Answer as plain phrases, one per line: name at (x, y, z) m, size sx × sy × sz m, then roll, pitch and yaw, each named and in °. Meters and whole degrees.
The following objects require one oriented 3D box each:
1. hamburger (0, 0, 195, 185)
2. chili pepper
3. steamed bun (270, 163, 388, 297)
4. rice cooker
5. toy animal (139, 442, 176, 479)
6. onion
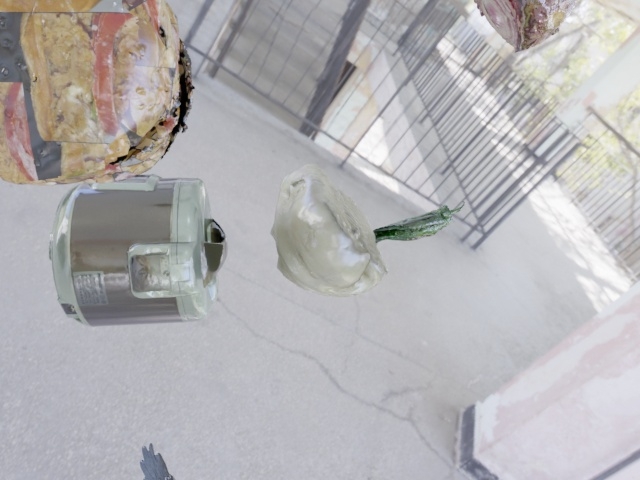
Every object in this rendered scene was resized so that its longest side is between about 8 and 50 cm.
hamburger at (-0.224, -0.153, 0.480) m, size 0.231 × 0.231 × 0.107 m, roll 36°, pitch 15°, yaw -6°
chili pepper at (0.255, -0.038, 1.439) m, size 0.122 × 0.278 × 0.065 m, roll -67°, pitch 140°, yaw -78°
steamed bun at (-0.005, -0.004, 1.330) m, size 0.309 × 0.219 × 0.324 m, roll 38°, pitch 21°, yaw -50°
rice cooker at (-0.361, 0.019, 1.168) m, size 0.325 × 0.335 × 0.335 m, roll -1°, pitch 38°, yaw -6°
toy animal at (-0.097, 0.278, 0.514) m, size 0.220 × 0.108 × 0.062 m, roll 47°, pitch 53°, yaw 1°
onion at (0.430, -0.539, 1.113) m, size 0.216 × 0.206 × 0.207 m, roll 59°, pitch 3°, yaw 23°
